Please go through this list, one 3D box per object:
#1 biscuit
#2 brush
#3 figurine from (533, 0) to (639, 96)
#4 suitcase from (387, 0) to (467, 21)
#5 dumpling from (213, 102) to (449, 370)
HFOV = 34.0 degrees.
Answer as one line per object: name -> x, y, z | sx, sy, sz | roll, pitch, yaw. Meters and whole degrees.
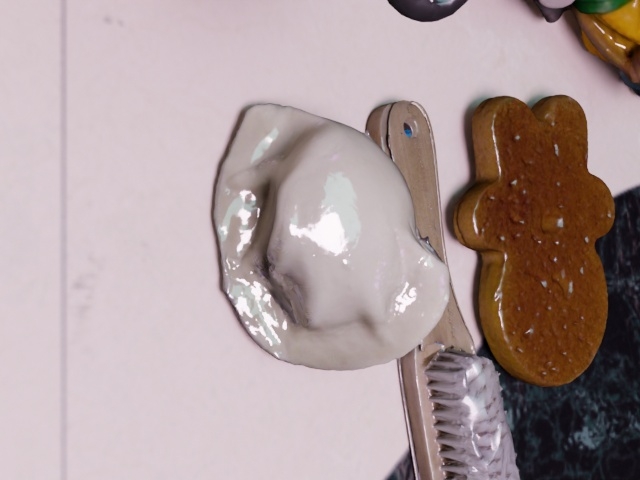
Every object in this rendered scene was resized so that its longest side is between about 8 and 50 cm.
biscuit -> 0.175, -0.001, 0.843 | 0.179, 0.039, 0.236 | -4, 88, -39
brush -> 0.093, 0.057, 0.764 | 0.070, 0.065, 0.328 | -11, 90, -34
figurine -> 0.217, -0.237, 0.845 | 0.332, 0.204, 0.185 | 46, 55, -56
suitcase -> 0.002, -0.317, 0.523 | 0.188, 0.345, 0.339 | -30, 123, -6
dumpling -> 0.000, 0.001, 0.690 | 0.150, 0.092, 0.176 | -43, 116, -16
